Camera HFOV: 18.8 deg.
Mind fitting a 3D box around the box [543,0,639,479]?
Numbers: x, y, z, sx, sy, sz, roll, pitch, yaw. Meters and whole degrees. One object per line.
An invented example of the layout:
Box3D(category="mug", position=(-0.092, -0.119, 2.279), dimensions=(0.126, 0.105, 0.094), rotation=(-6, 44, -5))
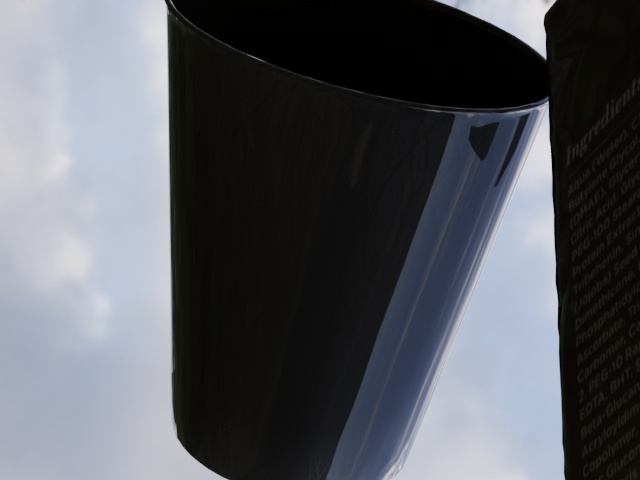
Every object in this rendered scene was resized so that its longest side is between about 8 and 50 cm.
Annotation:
Box3D(category="box", position=(0.183, 0.062, 0.568), dimensions=(0.143, 0.191, 0.381), rotation=(128, -28, -47))

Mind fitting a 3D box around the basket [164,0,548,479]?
Box3D(category="basket", position=(0.000, 0.000, 0.966), dimensions=(0.204, 0.154, 0.227), rotation=(24, -61, 27))
